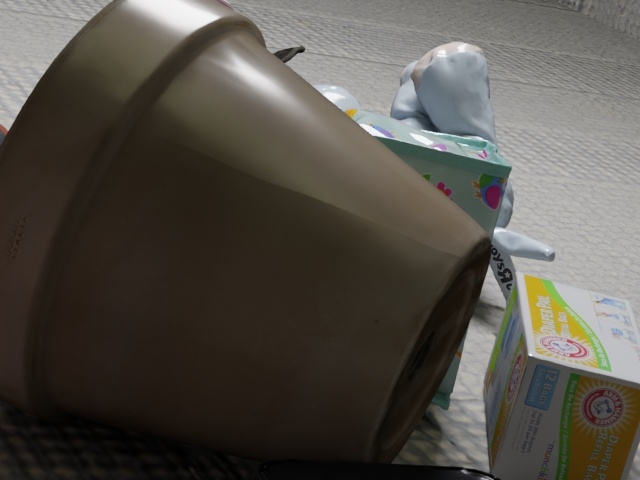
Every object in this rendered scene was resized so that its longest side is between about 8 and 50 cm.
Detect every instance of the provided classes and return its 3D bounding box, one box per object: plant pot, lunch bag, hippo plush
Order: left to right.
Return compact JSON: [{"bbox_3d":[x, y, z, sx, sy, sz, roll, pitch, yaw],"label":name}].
[{"bbox_3d":[-0.047,0.020,1.185,0.280,0.323,0.323,26,20,15],"label":"plant pot"},{"bbox_3d":[0.000,0.000,1.417,0.262,0.223,0.160,12,12,-4],"label":"lunch bag"},{"bbox_3d":[0.058,-0.048,1.747,0.237,0.234,0.294,-9,66,-14],"label":"hippo plush"}]

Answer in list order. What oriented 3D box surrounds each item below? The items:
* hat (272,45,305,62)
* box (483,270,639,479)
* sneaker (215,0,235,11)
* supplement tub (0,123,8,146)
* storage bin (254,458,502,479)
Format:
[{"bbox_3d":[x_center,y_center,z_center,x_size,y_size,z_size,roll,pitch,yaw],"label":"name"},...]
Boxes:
[{"bbox_3d":[-0.115,-0.053,1.587,0.134,0.331,0.331,54,13,-11],"label":"hat"},{"bbox_3d":[0.198,0.117,1.398,0.103,0.114,0.203,14,18,-1],"label":"box"},{"bbox_3d":[-0.066,-0.144,1.840,0.162,0.106,0.281,34,-16,24],"label":"sneaker"},{"bbox_3d":[-0.336,-0.045,1.475,0.106,0.106,0.198,18,17,9],"label":"supplement tub"},{"bbox_3d":[0.047,0.201,1.063,0.180,0.084,0.122,7,19,-26],"label":"storage bin"}]
